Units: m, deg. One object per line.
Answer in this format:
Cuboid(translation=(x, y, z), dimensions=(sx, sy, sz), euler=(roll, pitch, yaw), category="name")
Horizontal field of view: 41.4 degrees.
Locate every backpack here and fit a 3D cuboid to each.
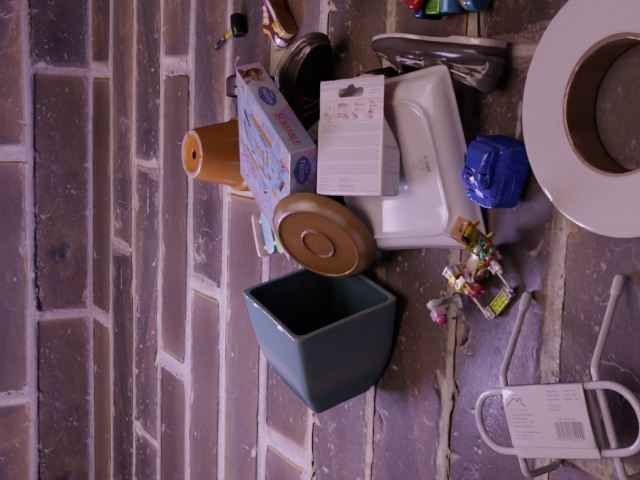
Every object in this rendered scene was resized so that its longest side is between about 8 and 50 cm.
Cuboid(translation=(0.298, -0.116, 1.477), dimensions=(0.098, 0.101, 0.120), euler=(-137, 48, -56), category="backpack")

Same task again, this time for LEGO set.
Cuboid(translation=(0.280, 0.061, 1.491), dimensions=(0.107, 0.132, 0.287), euler=(58, 160, 29), category="LEGO set")

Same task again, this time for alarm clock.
Cuboid(translation=(-0.180, -0.396, 2.181), dimensions=(0.192, 0.130, 0.064), euler=(-165, 75, -78), category="alarm clock")

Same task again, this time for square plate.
Cuboid(translation=(0.143, -0.140, 1.646), dimensions=(0.344, 0.049, 0.347), euler=(-2, 107, 49), category="square plate")

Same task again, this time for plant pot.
Cuboid(translation=(0.000, 0.000, 1.769), dimensions=(0.237, 0.032, 0.236), euler=(20, 142, 16), category="plant pot")
Cuboid(translation=(-0.259, -0.231, 2.253), dimensions=(0.205, 0.188, 0.205), euler=(9, 100, 57), category="plant pot")
Cuboid(translation=(0.007, 0.223, 1.851), dimensions=(0.247, 0.248, 0.252), euler=(34, 137, 51), category="plant pot")

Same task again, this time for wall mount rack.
Cuboid(translation=(0.393, 0.224, 1.347), dimensions=(0.350, 0.131, 0.303), euler=(-20, 80, 56), category="wall mount rack")

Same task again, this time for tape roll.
Cuboid(translation=(0.460, -0.198, 1.242), dimensions=(0.392, 0.072, 0.391), euler=(10, 102, 57), category="tape roll")

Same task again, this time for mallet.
Cuboid(translation=(-0.259, -0.582, 2.367), dimensions=(0.190, 0.039, 0.062), euler=(-5, 89, 62), category="mallet")

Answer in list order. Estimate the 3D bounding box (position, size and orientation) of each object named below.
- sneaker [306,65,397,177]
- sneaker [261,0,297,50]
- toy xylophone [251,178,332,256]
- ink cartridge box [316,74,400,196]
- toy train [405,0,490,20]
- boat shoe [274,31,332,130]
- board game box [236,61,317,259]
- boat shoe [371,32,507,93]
Cuboid(translation=(0.078, -0.238, 1.813), dimensions=(0.147, 0.130, 0.330), euler=(53, 136, 14), category="sneaker")
Cuboid(translation=(-0.123, -0.564, 2.119), dimensions=(0.084, 0.070, 0.185), euler=(-44, 56, 44), category="sneaker")
Cuboid(translation=(-0.052, -0.025, 2.050), dimensions=(0.323, 0.081, 0.236), euler=(-40, 61, 52), category="toy xylophone")
Cuboid(translation=(0.072, -0.198, 1.635), dimensions=(0.181, 0.056, 0.224), euler=(5, 94, 47), category="ink cartridge box")
Cuboid(translation=(0.242, -0.529, 1.530), dimensions=(0.143, 0.105, 0.247), euler=(13, 104, 46), category="toy train")
Cuboid(translation=(-0.034, -0.321, 1.973), dimensions=(0.130, 0.132, 0.355), euler=(54, 145, 26), category="boat shoe")
Cuboid(translation=(-0.101, -0.176, 1.885), dimensions=(0.317, 0.066, 0.318), euler=(93, 154, -47), category="board game box")
Cuboid(translation=(0.205, -0.334, 1.589), dimensions=(0.335, 0.112, 0.095), euler=(19, 104, 52), category="boat shoe")
